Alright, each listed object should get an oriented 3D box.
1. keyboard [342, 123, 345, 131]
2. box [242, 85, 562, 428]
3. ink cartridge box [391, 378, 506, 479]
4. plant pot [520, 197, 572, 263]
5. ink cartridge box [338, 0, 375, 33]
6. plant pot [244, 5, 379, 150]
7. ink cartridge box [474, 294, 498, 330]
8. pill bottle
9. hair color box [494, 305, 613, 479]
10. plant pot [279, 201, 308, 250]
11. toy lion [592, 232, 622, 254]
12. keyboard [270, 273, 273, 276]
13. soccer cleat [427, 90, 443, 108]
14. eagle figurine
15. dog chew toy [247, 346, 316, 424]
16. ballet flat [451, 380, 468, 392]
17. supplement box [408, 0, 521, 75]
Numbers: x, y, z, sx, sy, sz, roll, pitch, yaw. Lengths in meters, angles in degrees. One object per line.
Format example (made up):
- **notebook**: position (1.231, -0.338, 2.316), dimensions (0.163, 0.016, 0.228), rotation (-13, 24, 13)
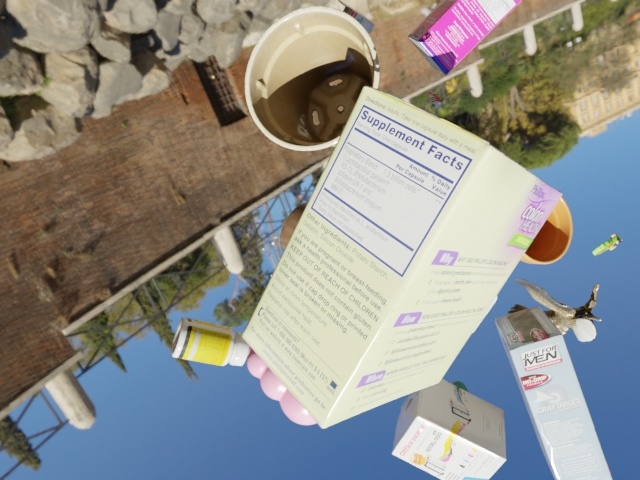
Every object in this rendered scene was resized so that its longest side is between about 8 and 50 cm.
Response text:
- **keyboard**: position (0.167, -0.169, 0.926), dimensions (0.317, 0.201, 0.033), rotation (29, -144, 32)
- **box**: position (0.082, 0.020, 0.435), dimensions (0.117, 0.243, 0.213), rotation (39, -160, 34)
- **ink cartridge box**: position (0.332, 0.499, 1.220), dimensions (0.232, 0.171, 0.168), rotation (25, -149, 6)
- **plant pot**: position (0.762, -0.051, 1.767), dimensions (0.291, 0.291, 0.203), rotation (-28, -176, -20)
- **ink cartridge box**: position (0.087, -0.604, 1.258), dimensions (0.029, 0.115, 0.063), rotation (-56, -147, 27)
- **plant pot**: position (0.017, -0.383, 1.236), dimensions (0.333, 0.334, 0.305), rotation (-15, 177, 17)
- **ink cartridge box**: position (0.267, 0.091, 1.157), dimensions (0.115, 0.198, 0.273), rotation (-52, -157, -6)
- **pill bottle**: position (-0.326, 0.308, 1.397), dimensions (0.208, 0.119, 0.119), rotation (17, -173, -21)
- **hair color box**: position (0.522, 0.360, 1.055), dimensions (0.113, 0.374, 0.185), rotation (-21, -173, 14)
- **plant pot**: position (0.000, 0.000, 1.770), dimensions (0.230, 0.215, 0.215), rotation (30, -134, 27)
- **toy lion**: position (0.950, 0.021, 1.562), dimensions (0.096, 0.034, 0.100), rotation (-33, 155, 1)
- **keyboard**: position (-0.031, 0.172, 1.239), dimensions (0.072, 0.256, 0.014), rotation (-31, -162, 13)
- **soccer cleat**: position (0.351, -0.437, 1.454), dimensions (0.029, 0.036, 0.083), rotation (9, -147, -27)
- **eagle figurine**: position (0.908, 0.274, 1.833), dimensions (0.298, 0.226, 0.225), rotation (4, 167, 6)
- **dog chew toy**: position (-0.107, 0.462, 1.572), dimensions (0.207, 0.332, 0.206), rotation (-54, 172, -11)
- **ballet flat**: position (0.450, 0.545, 1.498), dimensions (0.073, 0.067, 0.206), rotation (14, -151, -3)
- **supplement box**: position (0.331, -0.516, 1.094), dimensions (0.220, 0.114, 0.111), rotation (-42, -157, 17)
